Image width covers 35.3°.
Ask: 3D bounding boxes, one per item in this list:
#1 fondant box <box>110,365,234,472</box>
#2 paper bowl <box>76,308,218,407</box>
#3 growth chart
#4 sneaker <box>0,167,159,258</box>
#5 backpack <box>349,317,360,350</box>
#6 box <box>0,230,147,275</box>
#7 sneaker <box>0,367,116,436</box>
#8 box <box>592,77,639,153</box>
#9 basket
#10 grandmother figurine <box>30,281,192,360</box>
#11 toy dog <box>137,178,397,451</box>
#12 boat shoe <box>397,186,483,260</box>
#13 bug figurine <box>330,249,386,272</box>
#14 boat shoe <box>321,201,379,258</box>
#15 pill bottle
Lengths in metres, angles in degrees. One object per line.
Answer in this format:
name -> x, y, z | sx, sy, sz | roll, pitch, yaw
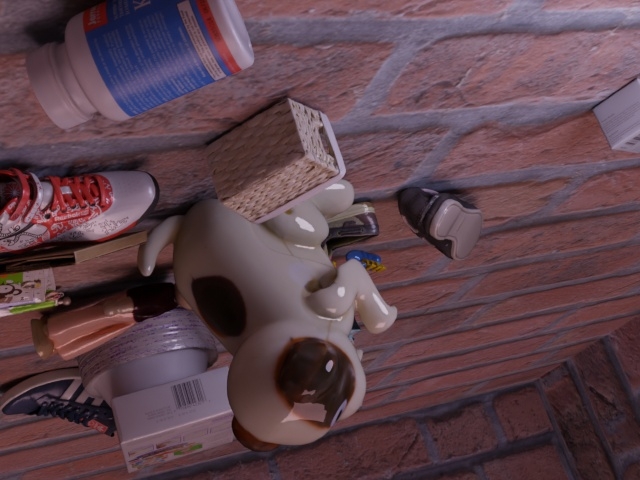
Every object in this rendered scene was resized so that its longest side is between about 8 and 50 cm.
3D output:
fondant box -> -0.297, 0.374, 2.070 | 0.238, 0.096, 0.330 | -14, 159, -13
paper bowl -> -0.351, 0.262, 2.085 | 0.284, 0.148, 0.284 | -17, 161, -6
growth chart -> -0.511, 0.077, 1.650 | 0.172, 0.021, 0.237 | -14, 158, -11
sneaker -> -0.357, -0.051, 1.358 | 0.270, 0.090, 0.145 | -15, 162, -4
backpack -> -0.025, 0.199, 2.018 | 0.166, 0.144, 0.188 | 0, 156, -34
box -> -0.372, 0.019, 1.469 | 0.165, 0.021, 0.201 | -8, -174, 20
sneaker -> -0.512, 0.360, 2.184 | 0.350, 0.148, 0.131 | -7, 156, -29
box -> 0.553, -0.215, 1.754 | 0.102, 0.087, 0.101 | 1, 152, -44
basket -> -0.068, -0.114, 1.430 | 0.167, 0.113, 0.103 | -27, 154, 21
grandmother figurine -> -0.332, 0.122, 1.806 | 0.343, 0.104, 0.208 | -18, -171, 2
toy dog -> -0.062, 0.118, 1.567 | 0.395, 0.407, 0.284 | 14, 134, -41
boat shoe -> 0.236, -0.041, 1.945 | 0.112, 0.096, 0.335 | -59, 158, 1
bug figurine -> -0.018, 0.067, 1.989 | 0.279, 0.072, 0.216 | -27, 153, 33
boat shoe -> 0.001, 0.000, 1.830 | 0.224, 0.073, 0.080 | -23, 159, 9
pill bottle -> -0.194, -0.202, 1.073 | 0.222, 0.124, 0.124 | -22, 159, 6
